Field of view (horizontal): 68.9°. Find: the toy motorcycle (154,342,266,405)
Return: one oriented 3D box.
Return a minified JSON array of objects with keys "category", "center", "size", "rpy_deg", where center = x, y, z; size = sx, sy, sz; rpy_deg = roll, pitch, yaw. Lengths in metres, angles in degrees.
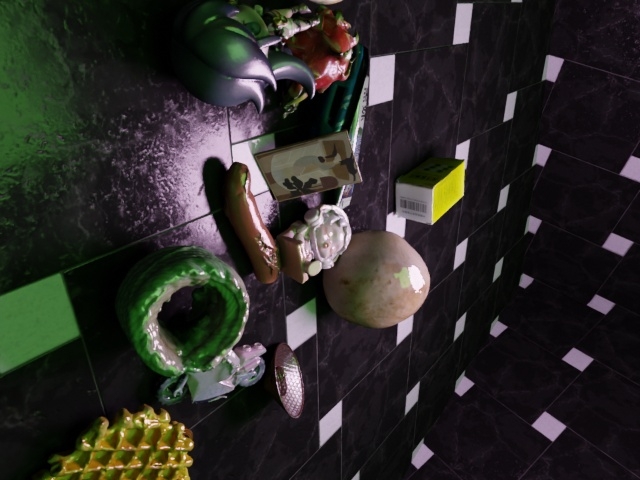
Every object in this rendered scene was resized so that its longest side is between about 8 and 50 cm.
[{"category":"toy motorcycle","center":[-0.217,0.233,0.974],"size":[0.239,0.108,0.204],"rpy_deg":[-10,114,-51]}]

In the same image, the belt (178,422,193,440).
[{"category":"belt","center":[-0.312,0.423,0.999],"size":[0.083,0.036,0.059],"rpy_deg":[19,89,-55]}]

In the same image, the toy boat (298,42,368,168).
[{"category":"toy boat","center":[0.016,-0.306,1.042],"size":[0.092,0.134,0.299],"rpy_deg":[15,90,-22]}]

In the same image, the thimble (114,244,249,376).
[{"category":"thimble","center":[-0.239,0.121,0.819],"size":[0.219,0.150,0.219],"rpy_deg":[-11,109,-32]}]

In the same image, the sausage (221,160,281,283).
[{"category":"sausage","center":[-0.143,-0.025,0.984],"size":[0.078,0.078,0.304],"rpy_deg":[-45,136,-32]}]

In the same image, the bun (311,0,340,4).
[{"category":"bun","center":[-0.011,-0.538,0.894],"size":[0.183,0.102,0.183],"rpy_deg":[-6,100,-34]}]

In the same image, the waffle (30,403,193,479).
[{"category":"waffle","center":[-0.378,0.440,0.875],"size":[0.283,0.065,0.310],"rpy_deg":[-30,124,-32]}]

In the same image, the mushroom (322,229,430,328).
[{"category":"mushroom","center":[0.149,0.087,1.315],"size":[0.290,0.297,0.298],"rpy_deg":[-85,169,-56]}]

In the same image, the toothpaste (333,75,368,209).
[{"category":"toothpaste","center":[0.074,-0.260,1.175],"size":[0.099,0.061,0.392],"rpy_deg":[-36,136,-57]}]

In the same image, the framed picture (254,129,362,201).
[{"category":"framed picture","center":[-0.023,-0.156,1.002],"size":[0.136,0.200,0.010],"rpy_deg":[66,16,-44]}]

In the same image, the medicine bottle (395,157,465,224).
[{"category":"medicine bottle","center":[0.362,-0.170,1.538],"size":[0.250,0.137,0.141],"rpy_deg":[-37,133,-40]}]

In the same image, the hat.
[{"category":"hat","center":[-0.114,0.367,1.211],"size":[0.193,0.082,0.193],"rpy_deg":[-15,90,-77]}]

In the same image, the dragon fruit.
[{"category":"dragon fruit","center":[-0.018,-0.354,0.942],"size":[0.236,0.135,0.137],"rpy_deg":[-51,171,5]}]

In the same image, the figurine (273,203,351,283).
[{"category":"figurine","center":[-0.002,-0.001,1.124],"size":[0.236,0.141,0.163],"rpy_deg":[-29,123,-43]}]

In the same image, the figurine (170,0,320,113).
[{"category":"figurine","center":[-0.124,-0.322,0.792],"size":[0.265,0.175,0.197],"rpy_deg":[-9,118,-43]}]
